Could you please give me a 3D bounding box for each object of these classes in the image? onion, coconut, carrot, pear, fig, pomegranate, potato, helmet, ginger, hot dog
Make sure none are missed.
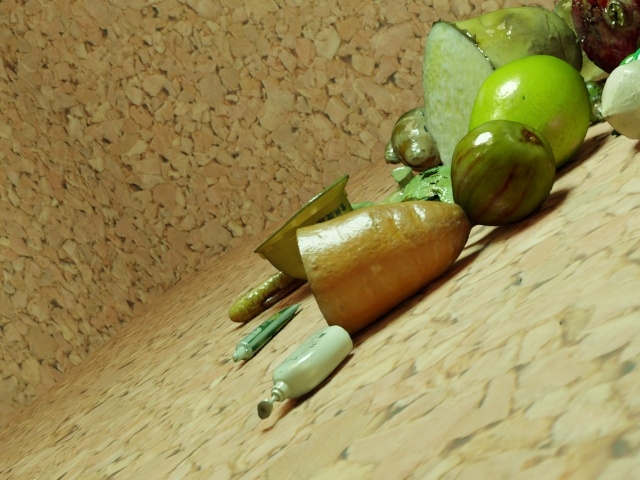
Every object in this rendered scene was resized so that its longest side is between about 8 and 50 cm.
[{"bbox_3d":[0.531,-0.382,1.698,0.252,0.252,0.219,-29,-4,35],"label":"onion"},{"bbox_3d":[0.422,-0.185,1.343,0.124,0.110,0.110,-28,5,-12],"label":"coconut"},{"bbox_3d":[0.094,0.023,1.354,0.225,0.159,0.159,-20,6,0],"label":"carrot"},{"bbox_3d":[0.305,-0.171,1.550,0.220,0.187,0.187,-55,13,-18],"label":"pear"},{"bbox_3d":[0.229,-0.070,1.382,0.142,0.148,0.186,-96,26,-70],"label":"fig"},{"bbox_3d":[0.451,-0.231,1.707,0.073,0.073,0.084,-32,6,11],"label":"pomegranate"},{"bbox_3d":[0.349,-0.270,1.855,0.237,0.301,0.289,-9,-38,-24],"label":"potato"},{"bbox_3d":[0.000,0.000,1.913,0.205,0.140,0.257,-39,2,-33],"label":"helmet"},{"bbox_3d":[0.294,-0.278,2.478,0.375,0.176,0.256,-29,23,36],"label":"ginger"},{"bbox_3d":[0.203,-0.095,1.789,0.158,0.055,0.133,-3,34,43],"label":"coconut"},{"bbox_3d":[-0.090,0.097,2.068,0.215,0.047,0.066,-34,-31,-15],"label":"hot dog"}]

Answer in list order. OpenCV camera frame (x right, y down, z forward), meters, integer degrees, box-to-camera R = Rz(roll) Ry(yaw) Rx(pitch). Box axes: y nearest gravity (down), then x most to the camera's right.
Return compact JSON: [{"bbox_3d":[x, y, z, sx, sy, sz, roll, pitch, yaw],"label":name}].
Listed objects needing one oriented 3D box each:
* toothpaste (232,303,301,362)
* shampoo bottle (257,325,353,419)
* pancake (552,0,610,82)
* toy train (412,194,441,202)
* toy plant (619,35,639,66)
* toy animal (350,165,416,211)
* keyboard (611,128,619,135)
[{"bbox_3d":[-0.093,0.153,1.718,0.049,0.031,0.204,-28,6,33],"label":"toothpaste"},{"bbox_3d":[-0.024,0.159,1.227,0.077,0.045,0.152,-26,8,42],"label":"shampoo bottle"},{"bbox_3d":[0.549,-0.432,2.134,0.382,0.071,0.382,-50,21,27],"label":"pancake"},{"bbox_3d":[0.176,-0.051,1.885,0.148,0.038,0.071,-29,8,28],"label":"toy train"},{"bbox_3d":[0.512,-0.271,1.545,0.200,0.105,0.143,-41,17,-15],"label":"toy plant"},{"bbox_3d":[0.133,-0.058,2.006,0.218,0.103,0.101,-35,-13,7],"label":"toy animal"},{"bbox_3d":[0.479,-0.193,1.547,0.053,0.010,0.155,-27,8,39],"label":"keyboard"}]
